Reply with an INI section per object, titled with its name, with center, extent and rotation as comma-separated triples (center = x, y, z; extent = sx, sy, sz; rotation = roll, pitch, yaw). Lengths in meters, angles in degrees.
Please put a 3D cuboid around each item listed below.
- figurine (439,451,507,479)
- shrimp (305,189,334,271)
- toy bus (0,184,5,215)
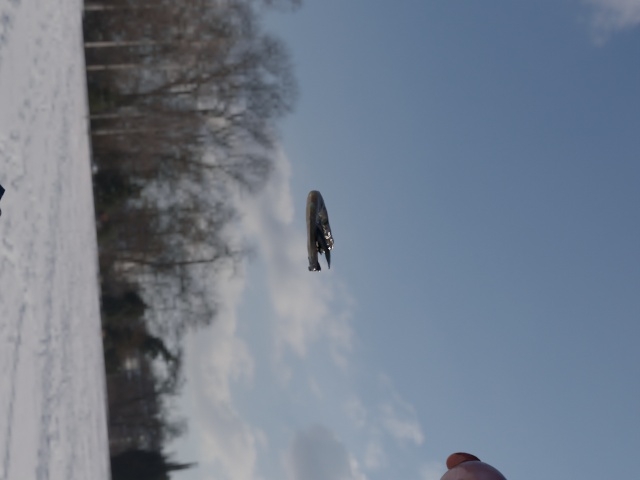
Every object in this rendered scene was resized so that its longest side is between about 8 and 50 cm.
[figurine]
center = 0.316, 0.542, 2.090
extent = 0.173, 0.173, 0.173
rotation = 175, -90, -76
[shrimp]
center = 0.000, 0.000, 1.994
extent = 0.219, 0.046, 0.152
rotation = 75, 12, -62
[toy bus]
center = -0.450, -0.018, 1.270
extent = 0.065, 0.047, 0.166
rotation = 54, 32, -39
